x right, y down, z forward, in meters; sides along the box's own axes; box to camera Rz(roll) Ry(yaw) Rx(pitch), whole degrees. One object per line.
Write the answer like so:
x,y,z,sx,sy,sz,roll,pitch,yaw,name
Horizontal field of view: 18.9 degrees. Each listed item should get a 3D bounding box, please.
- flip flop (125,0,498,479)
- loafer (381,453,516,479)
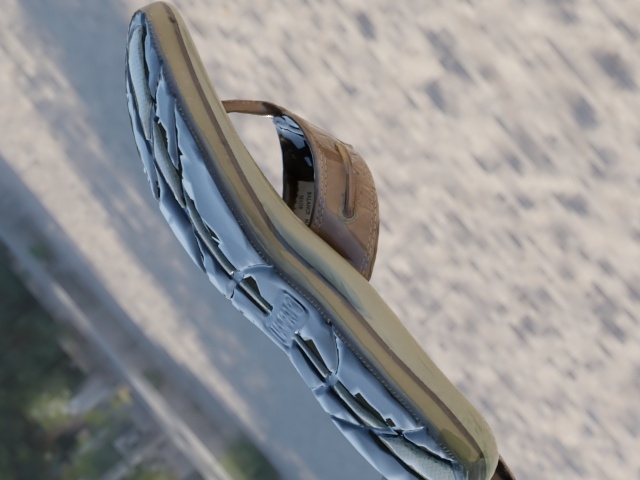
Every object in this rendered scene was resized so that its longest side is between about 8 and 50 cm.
0.000,0.000,0.919,0.277,0.080,0.112,50,160,5,flip flop
0.151,0.277,1.142,0.134,0.130,0.366,-23,-91,-55,loafer
